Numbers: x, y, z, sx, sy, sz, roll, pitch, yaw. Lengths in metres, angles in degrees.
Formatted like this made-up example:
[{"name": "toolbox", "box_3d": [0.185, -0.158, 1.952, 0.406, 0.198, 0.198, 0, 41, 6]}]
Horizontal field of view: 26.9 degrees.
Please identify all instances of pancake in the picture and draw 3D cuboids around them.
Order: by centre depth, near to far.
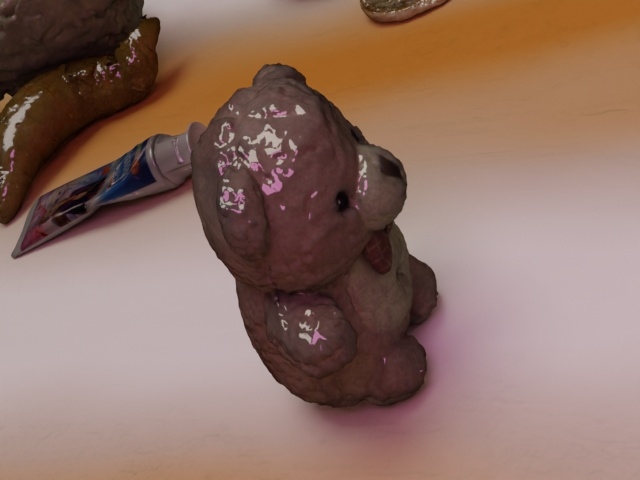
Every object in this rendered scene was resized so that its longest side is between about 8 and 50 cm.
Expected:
[{"name": "pancake", "box_3d": [0.107, -0.293, 1.510, 0.139, 0.022, 0.139, -22, 35, 16]}]

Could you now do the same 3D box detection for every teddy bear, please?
[{"name": "teddy bear", "box_3d": [-0.001, 0.001, 0.996, 0.151, 0.267, 0.236, -3, 41, 12]}, {"name": "teddy bear", "box_3d": [-0.414, -0.281, 1.660, 0.367, 0.357, 0.224, -26, 60, 0]}]

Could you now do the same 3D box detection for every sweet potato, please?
[{"name": "sweet potato", "box_3d": [-0.308, -0.160, 1.617, 0.310, 0.098, 0.124, -45, 42, -13]}]

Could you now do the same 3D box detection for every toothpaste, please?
[{"name": "toothpaste", "box_3d": [-0.233, -0.057, 1.464, 0.266, 0.061, 0.096, -21, 35, 27]}]
